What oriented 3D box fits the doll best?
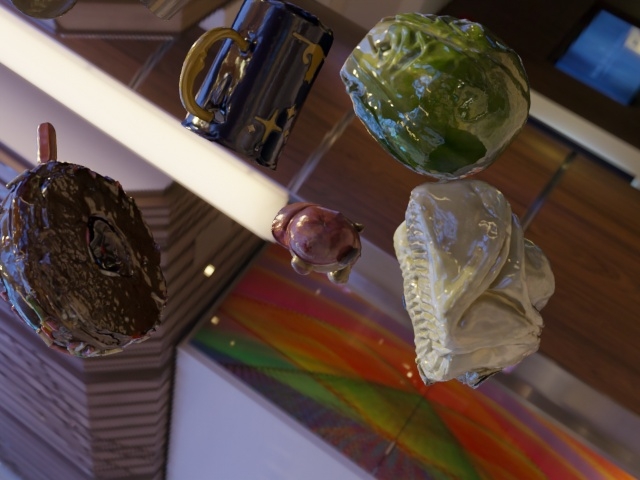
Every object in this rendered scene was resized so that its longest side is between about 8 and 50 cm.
[{"bbox_3d":[-0.001,0.004,1.770,0.256,0.196,0.152,41,-121,-78],"label":"doll"}]

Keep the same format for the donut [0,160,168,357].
[{"bbox_3d":[-0.304,0.024,1.061,0.103,0.269,0.270,-22,-1,20],"label":"donut"}]

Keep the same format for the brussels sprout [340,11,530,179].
[{"bbox_3d":[0.204,-0.271,1.528,0.289,0.355,0.281,-43,-17,-38],"label":"brussels sprout"}]

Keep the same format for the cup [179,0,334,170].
[{"bbox_3d":[-0.103,-0.265,1.358,0.256,0.178,0.255,-64,0,7],"label":"cup"}]

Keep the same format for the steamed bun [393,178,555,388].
[{"bbox_3d":[0.271,0.066,1.417,0.346,0.238,0.394,-106,9,-56],"label":"steamed bun"}]

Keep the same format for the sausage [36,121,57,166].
[{"bbox_3d":[-0.569,-0.190,1.737,0.041,0.131,0.039,-8,-38,-10],"label":"sausage"}]

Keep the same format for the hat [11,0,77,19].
[{"bbox_3d":[-0.526,-0.471,1.517,0.144,0.166,0.173,-3,57,49],"label":"hat"}]

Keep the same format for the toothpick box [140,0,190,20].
[{"bbox_3d":[-0.261,-0.516,1.583,0.181,0.111,0.111,-37,-6,20],"label":"toothpick box"}]
